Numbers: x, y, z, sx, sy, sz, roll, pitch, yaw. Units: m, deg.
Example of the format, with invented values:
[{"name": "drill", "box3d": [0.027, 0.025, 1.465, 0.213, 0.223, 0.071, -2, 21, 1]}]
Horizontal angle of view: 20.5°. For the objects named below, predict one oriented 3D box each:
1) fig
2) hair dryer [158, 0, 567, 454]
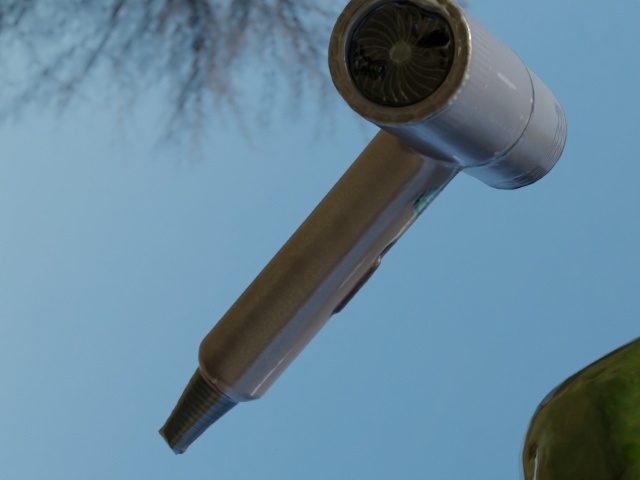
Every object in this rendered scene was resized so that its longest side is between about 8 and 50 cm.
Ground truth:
[{"name": "fig", "box3d": [0.217, 0.129, 1.164, 0.167, 0.167, 0.233, -26, -144, 52]}, {"name": "hair dryer", "box3d": [-0.006, 0.001, 0.696, 0.220, 0.053, 0.195, -43, 164, 9]}]
